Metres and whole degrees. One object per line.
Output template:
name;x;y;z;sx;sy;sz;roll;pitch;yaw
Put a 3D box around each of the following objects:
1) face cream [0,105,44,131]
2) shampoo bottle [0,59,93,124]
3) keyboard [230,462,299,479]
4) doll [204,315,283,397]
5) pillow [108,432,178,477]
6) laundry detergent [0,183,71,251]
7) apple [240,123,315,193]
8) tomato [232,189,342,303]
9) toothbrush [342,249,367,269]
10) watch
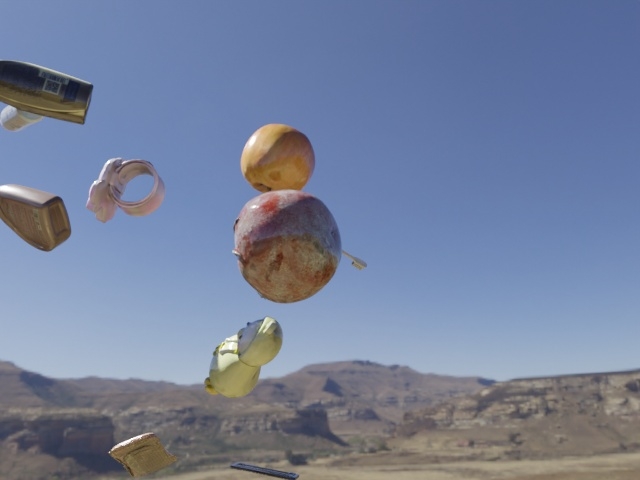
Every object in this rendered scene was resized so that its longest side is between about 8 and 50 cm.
face cream;-0.883;-0.367;1.722;0.082;0.081;0.269;12;-7;-38
shampoo bottle;-0.765;-0.394;1.474;0.351;0.125;0.084;13;-24;-22
keyboard;-0.168;0.699;1.774;0.205;0.013;0.061;6;-10;13
doll;-0.160;0.236;1.225;0.117;0.141;0.296;33;-45;2
pillow;-0.490;0.598;1.625;0.136;0.034;0.211;-20;-41;-5
laundry detergent;-0.751;-0.056;1.494;0.237;0.076;0.171;12;-56;20
apple;-0.142;-0.253;1.948;0.242;0.241;0.242;21;-31;13
tomato;-0.092;0.012;1.587;0.283;0.316;0.317;-13;-19;17
toothbrush;0.001;-0.001;1.801;0.342;0.025;0.030;32;-46;-17
watch;-0.702;-0.180;2.148;0.218;0.248;0.211;14;-18;6
